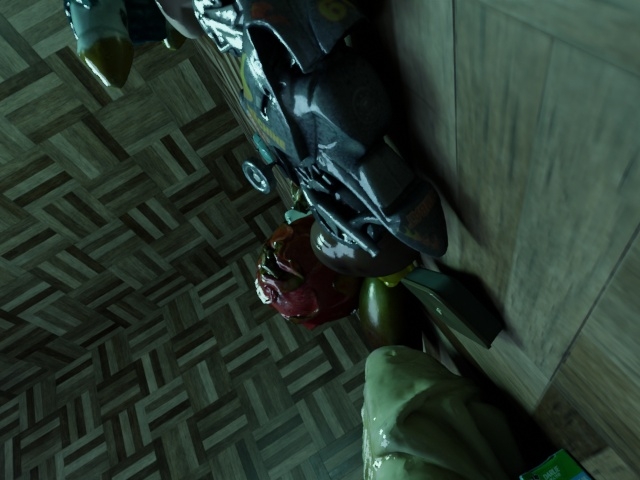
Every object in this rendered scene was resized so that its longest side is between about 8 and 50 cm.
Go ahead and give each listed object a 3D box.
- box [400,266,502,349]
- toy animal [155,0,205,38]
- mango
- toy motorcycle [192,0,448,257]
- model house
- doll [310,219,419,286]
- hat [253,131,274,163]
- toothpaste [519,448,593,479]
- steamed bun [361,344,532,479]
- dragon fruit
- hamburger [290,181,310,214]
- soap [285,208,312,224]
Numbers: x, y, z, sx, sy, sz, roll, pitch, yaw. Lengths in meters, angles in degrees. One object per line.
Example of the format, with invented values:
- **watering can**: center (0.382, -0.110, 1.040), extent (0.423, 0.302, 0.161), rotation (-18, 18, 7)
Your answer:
- **box**: center (0.145, 0.071, 0.483), extent (0.091, 0.031, 0.126), rotation (43, 178, -4)
- **toy animal**: center (-0.106, -0.294, 0.465), extent (0.124, 0.124, 0.212), rotation (60, -162, -27)
- **mango**: center (0.133, 0.150, 0.824), extent (0.133, 0.111, 0.267), rotation (-93, -15, -55)
- **toy motorcycle**: center (-0.001, -0.108, 0.373), extent (0.173, 0.108, 0.307), rotation (5, 134, 54)
- **model house**: center (-0.235, -0.322, 0.504), extent (0.253, 0.185, 0.291), rotation (177, 86, -76)
- **doll**: center (0.063, 0.010, 0.571), extent (0.145, 0.096, 0.188), rotation (13, 162, 19)
- **hat**: center (-0.150, -0.275, 1.241), extent (0.191, 0.078, 0.138), rotation (57, 178, 15)
- **toothpaste**: center (0.307, 0.352, 0.540), extent (0.266, 0.065, 0.050), rotation (61, 175, -38)
- **steamed bun**: center (0.187, 0.351, 0.644), extent (0.352, 0.247, 0.339), rotation (-92, -1, -80)
- **dragon fruit**: center (-0.008, 0.063, 0.879), extent (0.250, 0.250, 0.315), rotation (57, 174, 12)
- **hamburger**: center (-0.009, -0.095, 0.747), extent (0.176, 0.102, 0.087), rotation (71, 179, -74)
- **soap**: center (0.000, 0.000, 1.238), extent (0.208, 0.115, 0.347), rotation (59, 176, 2)
